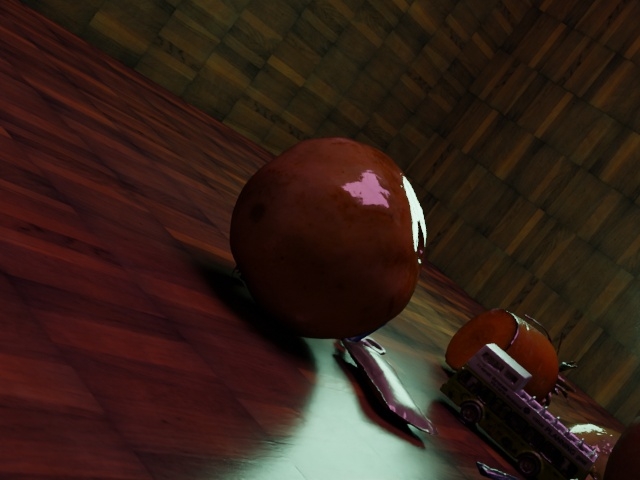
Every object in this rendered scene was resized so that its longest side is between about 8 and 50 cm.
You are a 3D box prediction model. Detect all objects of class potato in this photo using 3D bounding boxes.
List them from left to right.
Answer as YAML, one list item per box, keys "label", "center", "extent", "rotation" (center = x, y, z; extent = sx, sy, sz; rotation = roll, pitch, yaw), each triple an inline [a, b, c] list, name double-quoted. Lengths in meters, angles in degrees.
- label: "potato"
  center: [0.609, 0.472, 1.860]
  extent: [0.299, 0.116, 0.239]
  rotation: [53, 1, 6]

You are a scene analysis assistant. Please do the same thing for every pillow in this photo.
- label: "pillow"
  center: [0.109, 0.232, 1.466]
  extent: [0.131, 0.038, 0.232]
  rotation: [37, 8, -26]

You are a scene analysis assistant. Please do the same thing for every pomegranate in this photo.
- label: "pomegranate"
  center: [0.000, 0.000, 1.435]
  extent: [0.338, 0.338, 0.338]
  rotation: [37, 7, -6]

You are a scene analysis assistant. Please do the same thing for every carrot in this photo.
- label: "carrot"
  center: [0.444, 0.277, 2.130]
  extent: [0.331, 0.193, 0.214]
  rotation: [37, 51, -34]

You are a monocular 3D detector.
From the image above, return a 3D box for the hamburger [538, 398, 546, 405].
- label: "hamburger"
  center: [0.488, 0.338, 2.325]
  extent: [0.210, 0.116, 0.173]
  rotation: [36, -10, 1]

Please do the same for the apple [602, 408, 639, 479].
- label: "apple"
  center: [0.631, 0.408, 1.459]
  extent: [0.305, 0.338, 0.338]
  rotation: [25, -2, 42]

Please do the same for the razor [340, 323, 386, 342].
- label: "razor"
  center: [-0.009, 0.097, 1.711]
  extent: [0.324, 0.093, 0.056]
  rotation: [39, -30, 41]

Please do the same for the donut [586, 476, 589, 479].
- label: "donut"
  center: [0.446, 0.422, 1.782]
  extent: [0.117, 0.065, 0.166]
  rotation: [35, 6, -28]

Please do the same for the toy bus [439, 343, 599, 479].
- label: "toy bus"
  center: [0.374, 0.333, 1.699]
  extent: [0.302, 0.139, 0.113]
  rotation: [42, 11, 19]

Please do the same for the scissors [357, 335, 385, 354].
- label: "scissors"
  center: [0.060, 0.164, 1.747]
  extent: [0.100, 0.015, 0.189]
  rotation: [31, 9, -27]

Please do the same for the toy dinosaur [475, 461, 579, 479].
- label: "toy dinosaur"
  center: [0.393, 0.440, 1.417]
  extent: [0.363, 0.076, 0.147]
  rotation: [39, 17, 9]
